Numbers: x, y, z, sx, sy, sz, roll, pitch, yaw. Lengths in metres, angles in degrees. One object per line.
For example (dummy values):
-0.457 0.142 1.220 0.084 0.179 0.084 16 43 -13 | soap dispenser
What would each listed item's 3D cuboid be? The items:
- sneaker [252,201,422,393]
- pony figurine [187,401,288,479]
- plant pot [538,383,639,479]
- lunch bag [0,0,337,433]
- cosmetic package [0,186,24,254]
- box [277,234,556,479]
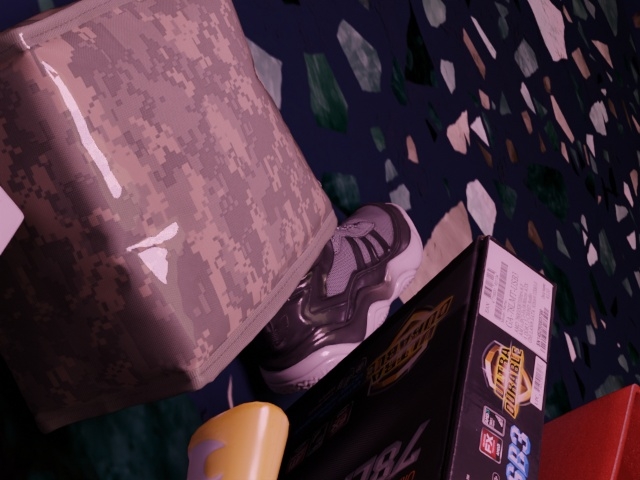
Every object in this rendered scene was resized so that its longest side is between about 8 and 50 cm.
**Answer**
0.000 0.000 1.065 0.153 0.101 0.268 62 32 -20 | sneaker
-0.093 0.298 0.535 0.303 0.351 0.363 47 17 -42 | pony figurine
0.196 0.324 1.069 0.267 0.236 0.267 62 29 -14 | plant pot
-0.115 -0.052 0.833 0.235 0.169 0.287 64 34 -12 | lunch bag
-0.264 -0.047 0.618 0.231 0.086 0.117 57 41 -34 | cosmetic package
0.022 0.180 0.794 0.073 0.295 0.293 36 40 -12 | box
